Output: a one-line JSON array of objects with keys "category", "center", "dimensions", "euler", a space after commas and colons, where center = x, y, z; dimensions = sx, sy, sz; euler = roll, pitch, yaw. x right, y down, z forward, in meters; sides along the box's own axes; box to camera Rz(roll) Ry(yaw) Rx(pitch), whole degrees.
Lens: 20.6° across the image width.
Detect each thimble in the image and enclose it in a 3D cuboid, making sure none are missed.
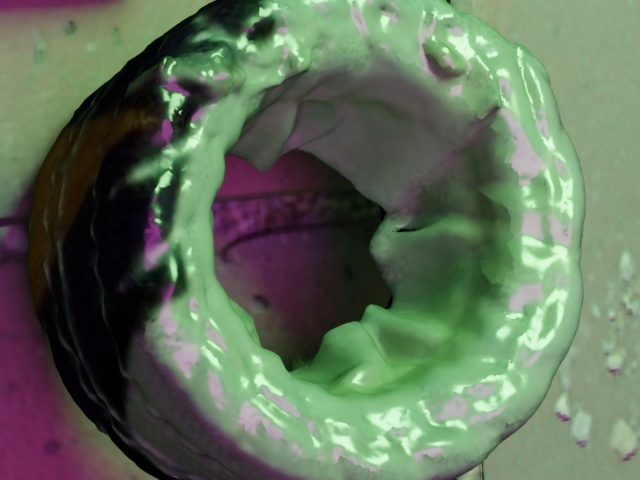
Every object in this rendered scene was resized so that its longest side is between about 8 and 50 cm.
[{"category": "thimble", "center": [0.000, 0.000, 0.761], "dimensions": [0.237, 0.150, 0.237], "euler": [5, 78, -24]}]

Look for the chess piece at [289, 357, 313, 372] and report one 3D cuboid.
[{"category": "chess piece", "center": [-0.020, 0.095, 0.833], "dimensions": [0.042, 0.042, 0.093], "euler": [35, 72, -24]}]
